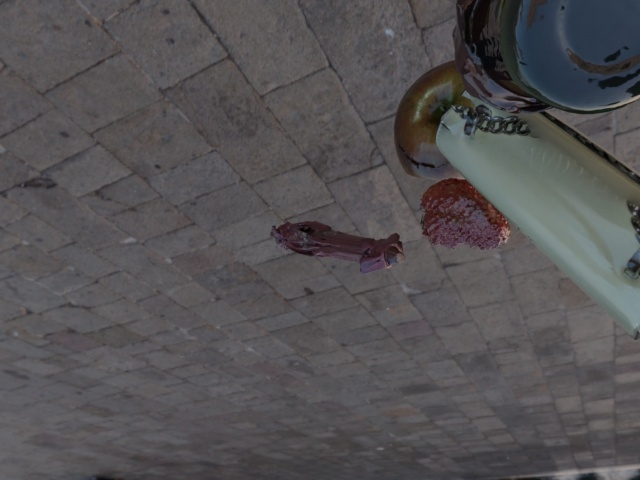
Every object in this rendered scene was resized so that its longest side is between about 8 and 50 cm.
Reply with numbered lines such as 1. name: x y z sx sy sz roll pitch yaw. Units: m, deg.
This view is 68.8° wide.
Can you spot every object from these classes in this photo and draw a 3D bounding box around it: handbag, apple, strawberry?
1. handbag: 0.341 -0.053 0.635 0.236 0.359 0.160 10 126 -50
2. apple: 0.409 -0.326 1.368 0.384 0.374 0.374 -35 132 26
3. strawberry: 0.309 -0.075 1.065 0.236 0.175 0.106 -2 147 46

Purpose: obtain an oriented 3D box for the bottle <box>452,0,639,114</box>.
1. bottle: 0.192 -0.197 0.422 0.143 0.271 0.156 20 110 -4

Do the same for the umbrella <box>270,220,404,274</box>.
1. umbrella: 0.000 0.000 0.315 0.027 0.025 0.165 -2 -174 -30
